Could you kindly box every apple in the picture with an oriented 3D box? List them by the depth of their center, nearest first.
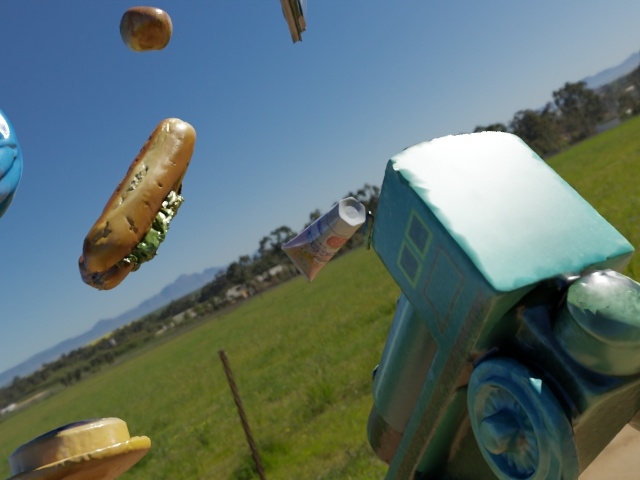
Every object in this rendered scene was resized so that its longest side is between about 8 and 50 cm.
[{"bbox_3d":[-0.282,-0.341,1.041,0.083,0.071,0.084,3,17,-1],"label":"apple"}]

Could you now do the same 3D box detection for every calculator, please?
[{"bbox_3d":[-0.040,-0.395,0.860,0.028,0.166,0.274,2,-8,6],"label":"calculator"}]

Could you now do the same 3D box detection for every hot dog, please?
[{"bbox_3d":[-0.277,-0.051,1.014,0.135,0.100,0.338,-47,20,49],"label":"hot dog"}]

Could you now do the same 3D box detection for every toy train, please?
[{"bbox_3d":[0.098,0.094,0.409,0.119,0.194,0.298,-15,-40,-21],"label":"toy train"}]

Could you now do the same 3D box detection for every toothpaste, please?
[{"bbox_3d":[0.000,0.000,0.859,0.043,0.067,0.194,-37,-4,-32],"label":"toothpaste"}]

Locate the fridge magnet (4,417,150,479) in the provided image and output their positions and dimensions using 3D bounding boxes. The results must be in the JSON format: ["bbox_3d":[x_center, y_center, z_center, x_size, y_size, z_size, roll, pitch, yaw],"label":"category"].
[{"bbox_3d":[-0.234,0.210,0.610,0.142,0.063,0.143,-19,-17,-6],"label":"fridge magnet"}]

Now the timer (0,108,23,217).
[{"bbox_3d":[-0.507,-0.126,0.664,0.309,0.340,0.115,-32,-15,-52],"label":"timer"}]
